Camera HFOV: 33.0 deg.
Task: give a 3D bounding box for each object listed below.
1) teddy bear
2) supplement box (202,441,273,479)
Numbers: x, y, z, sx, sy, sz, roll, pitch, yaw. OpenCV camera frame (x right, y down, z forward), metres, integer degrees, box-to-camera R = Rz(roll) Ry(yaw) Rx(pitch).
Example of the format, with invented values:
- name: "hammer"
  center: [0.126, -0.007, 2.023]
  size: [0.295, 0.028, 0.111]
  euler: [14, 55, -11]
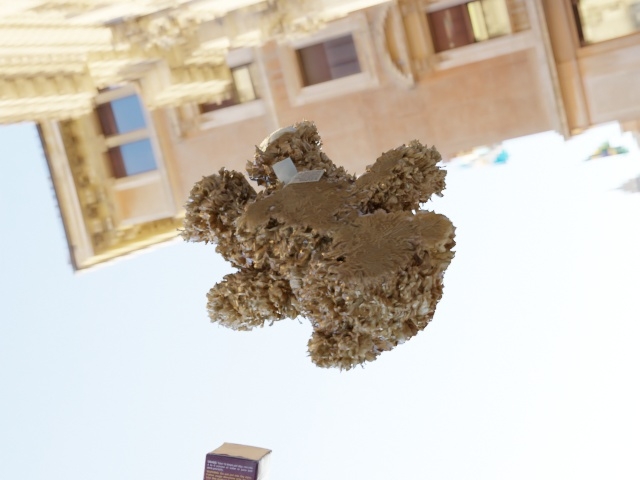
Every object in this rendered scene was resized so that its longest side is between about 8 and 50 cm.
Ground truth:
- name: "teddy bear"
  center: [0.000, 0.000, 0.975]
  size: [0.245, 0.338, 0.113]
  euler: [-46, -49, -27]
- name: "supplement box"
  center: [-0.066, 0.203, 0.833]
  size: [0.055, 0.043, 0.083]
  euler: [6, -90, -79]
